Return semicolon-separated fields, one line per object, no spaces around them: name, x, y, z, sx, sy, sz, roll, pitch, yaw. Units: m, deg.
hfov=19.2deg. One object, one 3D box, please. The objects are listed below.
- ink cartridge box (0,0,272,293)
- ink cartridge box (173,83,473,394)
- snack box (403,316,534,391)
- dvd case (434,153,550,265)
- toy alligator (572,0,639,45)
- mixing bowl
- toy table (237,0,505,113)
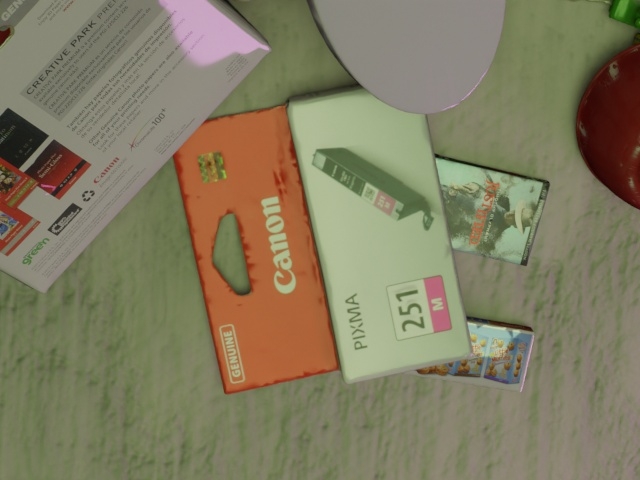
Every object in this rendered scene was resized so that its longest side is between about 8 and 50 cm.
ink cartridge box;-0.244;-0.145;1.625;0.309;0.130;0.272;-46;142;6
ink cartridge box;0.000;0.000;1.779;0.239;0.060;0.275;-12;100;-3
snack box;0.117;0.103;1.849;0.178;0.022;0.064;10;101;-8
dvd case;0.153;-0.029;1.824;0.119;0.013;0.087;13;102;-10
toy alligator;0.313;-0.207;1.776;0.190;0.051;0.056;19;101;-10
mixing bowl;0.332;-0.089;1.759;0.181;0.098;0.181;1;121;1
toy table;0.050;-0.259;1.658;0.252;0.161;0.274;-13;114;-15
